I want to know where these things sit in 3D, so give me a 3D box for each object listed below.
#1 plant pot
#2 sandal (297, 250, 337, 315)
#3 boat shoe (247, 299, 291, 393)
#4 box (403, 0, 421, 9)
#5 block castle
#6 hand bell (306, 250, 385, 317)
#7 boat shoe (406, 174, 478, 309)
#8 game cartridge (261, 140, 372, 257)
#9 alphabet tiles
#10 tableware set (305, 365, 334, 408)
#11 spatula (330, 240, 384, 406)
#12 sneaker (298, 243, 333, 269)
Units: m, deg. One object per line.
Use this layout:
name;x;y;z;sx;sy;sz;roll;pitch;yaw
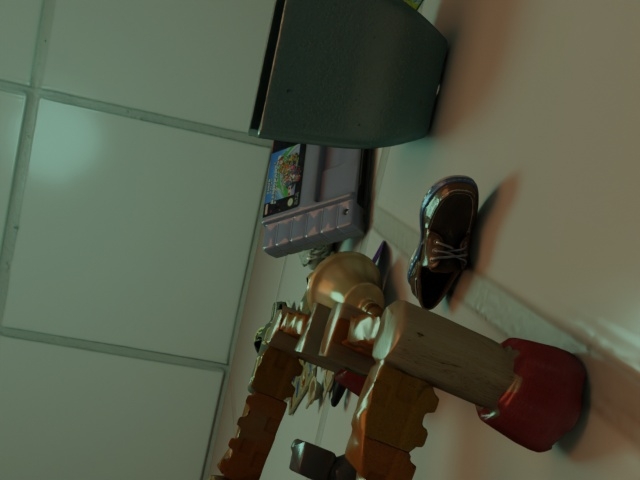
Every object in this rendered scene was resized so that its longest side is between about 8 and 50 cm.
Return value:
plant pot;0.043;-0.251;1.218;0.247;0.252;0.247;-137;59;-78
sandal;-0.012;0.097;1.691;0.180;0.049;0.072;-57;25;30
boat shoe;-0.125;0.265;2.047;0.305;0.091;0.109;-87;5;-48
box;0.165;-0.464;1.385;0.179;0.043;0.105;125;155;-70
block castle;0.051;0.226;0.793;0.303;0.213;0.453;-69;14;-11
hand bell;0.076;0.104;1.140;0.242;0.126;0.126;-144;65;-67
boat shoe;0.145;0.008;0.924;0.183;0.066;0.066;97;171;-45
game cartridge;-0.004;-0.151;1.594;0.230;0.068;0.355;-13;57;32
alphabet tiles;-0.032;0.221;1.828;0.342;0.011;0.285;115;163;-54
tableware set;0.001;0.238;1.565;0.141;0.020;0.168;116;160;-49
spatula;0.057;0.144;1.332;0.084;0.030;0.296;-60;-17;-74
sneaker;0.000;0.000;1.705;0.262;0.099;0.121;124;146;-81
